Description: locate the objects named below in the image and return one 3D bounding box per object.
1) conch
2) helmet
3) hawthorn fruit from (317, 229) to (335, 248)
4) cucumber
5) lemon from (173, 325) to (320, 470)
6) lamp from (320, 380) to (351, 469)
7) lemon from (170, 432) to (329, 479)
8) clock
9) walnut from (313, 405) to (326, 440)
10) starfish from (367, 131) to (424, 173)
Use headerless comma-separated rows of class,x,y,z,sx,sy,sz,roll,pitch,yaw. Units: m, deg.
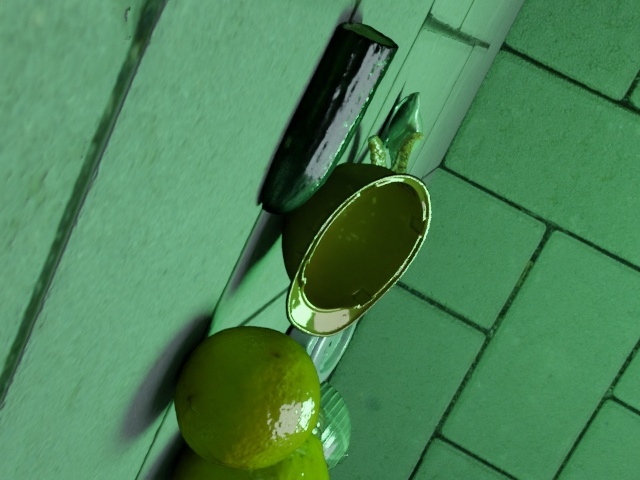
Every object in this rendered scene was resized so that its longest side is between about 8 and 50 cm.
conch,0.144,-0.201,1.678,0.180,0.088,0.065,101,-27,-45
helmet,0.020,-0.011,1.232,0.257,0.140,0.205,-51,140,7
hawthorn fruit,-0.005,-0.003,1.334,0.077,0.077,0.077,-59,172,-14
cucumber,0.009,-0.133,1.040,0.243,0.063,0.115,-62,171,12
lemon,-0.085,0.193,1.116,0.203,0.178,0.178,3,118,-53
lamp,-0.039,0.426,2.030,0.233,0.233,0.265,-62,167,4
lemon,-0.107,0.385,1.412,0.260,0.261,0.284,-59,170,-16
clock,-0.003,0.211,1.955,0.248,0.090,0.227,-45,153,-49
walnut,-0.080,0.360,1.737,0.178,0.178,0.230,-56,175,-33
starfish,0.067,-0.044,1.560,0.347,0.078,0.358,-57,168,31
